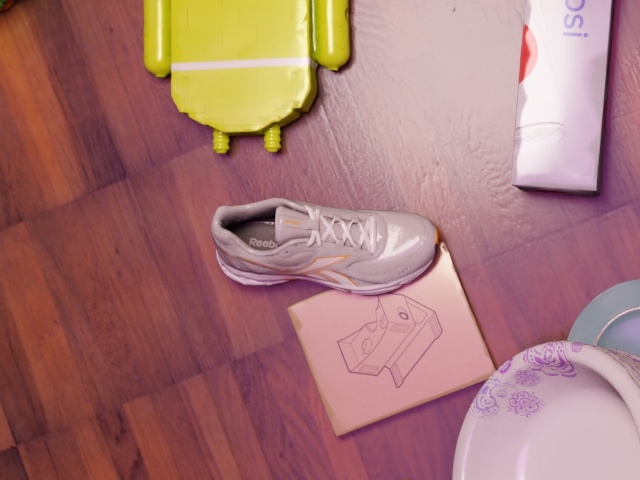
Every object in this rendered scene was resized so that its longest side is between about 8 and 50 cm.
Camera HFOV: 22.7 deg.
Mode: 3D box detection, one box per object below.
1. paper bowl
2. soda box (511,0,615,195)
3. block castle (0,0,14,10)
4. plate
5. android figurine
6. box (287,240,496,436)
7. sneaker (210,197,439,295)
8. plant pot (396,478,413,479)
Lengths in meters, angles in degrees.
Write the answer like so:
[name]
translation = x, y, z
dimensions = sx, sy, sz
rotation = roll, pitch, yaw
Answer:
[paper bowl]
translation = 0.286, 0.254, 1.692
dimensions = 0.284, 0.148, 0.284
rotation = -15, 70, 47
[soda box]
translation = 0.271, -0.195, 1.766
dimensions = 0.098, 0.091, 0.286
rotation = 5, 90, 12
[block castle]
translation = -0.449, -0.414, 1.860
dimensions = 0.453, 0.213, 0.303
rotation = -45, 70, 1
[plate]
translation = 0.366, 0.136, 1.777
dimensions = 0.188, 0.024, 0.188
rotation = 0, 89, 11
[android figurine]
translation = -0.088, -0.237, 1.857
dimensions = 0.248, 0.056, 0.273
rotation = -3, 88, 11
[box]
translation = 0.081, 0.114, 1.836
dimensions = 0.201, 0.021, 0.164
rotation = -22, 85, 11
[sneaker]
translation = 0.000, 0.000, 1.793
dimensions = 0.262, 0.121, 0.099
rotation = -3, 69, 10
[plant pot]
translation = 0.091, 0.317, 1.802
dimensions = 0.083, 0.079, 0.083
rotation = 0, 90, 11
